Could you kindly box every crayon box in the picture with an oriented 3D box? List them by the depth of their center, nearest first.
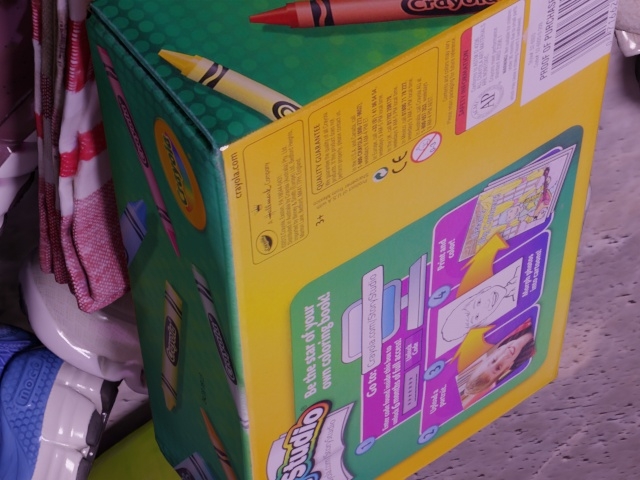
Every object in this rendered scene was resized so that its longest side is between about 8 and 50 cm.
[{"bbox_3d":[0.015,-0.006,0.689,0.165,0.081,0.278,-30,148,-20],"label":"crayon box"}]

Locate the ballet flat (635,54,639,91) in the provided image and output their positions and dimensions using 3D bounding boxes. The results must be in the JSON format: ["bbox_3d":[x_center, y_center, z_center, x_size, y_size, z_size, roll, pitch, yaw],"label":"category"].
[{"bbox_3d":[0.179,-0.120,0.784,0.084,0.058,0.250,-10,146,-7],"label":"ballet flat"}]

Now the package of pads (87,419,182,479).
[{"bbox_3d":[-0.093,0.230,1.043,0.296,0.229,0.101,-37,143,29],"label":"package of pads"}]

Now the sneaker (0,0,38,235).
[{"bbox_3d":[-0.188,-0.062,0.711,0.162,0.106,0.281,22,122,-35],"label":"sneaker"}]

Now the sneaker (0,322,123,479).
[{"bbox_3d":[-0.213,0.114,0.947,0.147,0.130,0.330,26,144,-10],"label":"sneaker"}]

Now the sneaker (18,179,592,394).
[{"bbox_3d":[0.000,0.000,0.866,0.292,0.110,0.118,-5,138,-29],"label":"sneaker"}]

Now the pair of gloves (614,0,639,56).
[{"bbox_3d":[0.182,-0.175,0.658,0.240,0.042,0.204,-31,139,-4],"label":"pair of gloves"}]

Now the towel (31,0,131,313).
[{"bbox_3d":[0.007,-0.126,0.642,0.237,0.037,0.329,-26,147,-26],"label":"towel"}]
